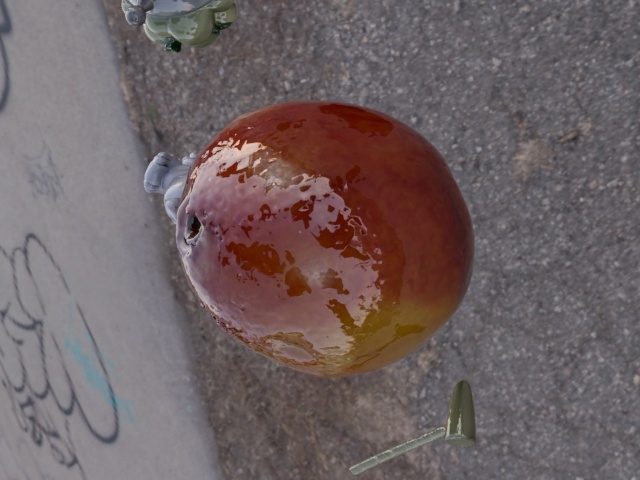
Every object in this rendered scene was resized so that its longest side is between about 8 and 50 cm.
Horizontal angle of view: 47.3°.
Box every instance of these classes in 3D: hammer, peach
[{"bbox_3d":[0.084,0.196,0.731,0.195,0.028,0.060,-41,34,45],"label":"hammer"},{"bbox_3d":[0.000,0.000,0.695,0.238,0.280,0.281,-160,50,-75],"label":"peach"}]

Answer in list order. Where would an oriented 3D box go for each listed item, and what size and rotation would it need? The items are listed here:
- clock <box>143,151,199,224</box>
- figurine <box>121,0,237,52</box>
[{"bbox_3d":[-0.121,-0.041,0.900,0.080,0.176,0.117,-60,37,17],"label":"clock"},{"bbox_3d":[-0.091,-0.235,0.530,0.147,0.093,0.197,17,85,18],"label":"figurine"}]
